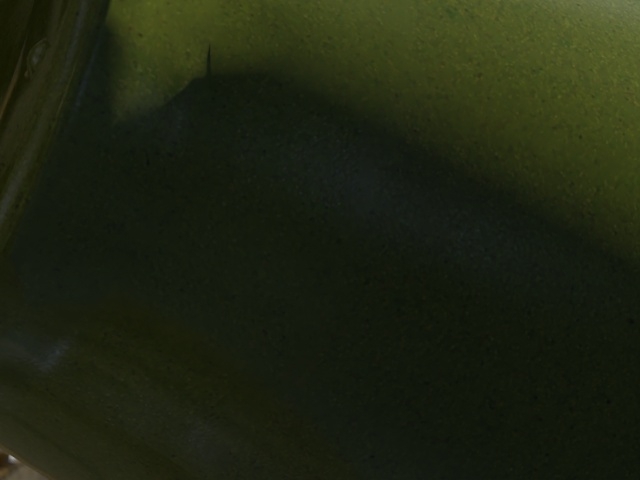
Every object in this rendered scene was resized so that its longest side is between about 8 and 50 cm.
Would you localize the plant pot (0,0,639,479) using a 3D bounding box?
[{"bbox_3d":[0.000,0.000,0.687,0.353,0.366,0.366,22,72,-28],"label":"plant pot"}]
